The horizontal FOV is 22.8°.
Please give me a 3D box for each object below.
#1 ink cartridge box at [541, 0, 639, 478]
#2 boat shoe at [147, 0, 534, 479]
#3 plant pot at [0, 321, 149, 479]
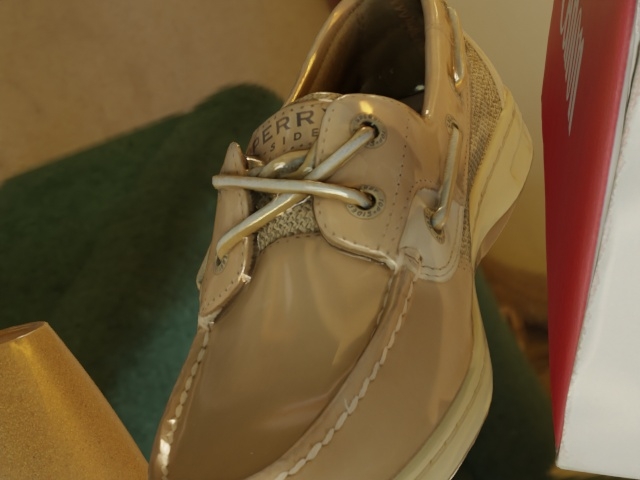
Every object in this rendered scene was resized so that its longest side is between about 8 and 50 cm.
[{"bbox_3d":[0.136,-0.053,0.446,0.309,0.271,0.130,-68,164,-69],"label":"ink cartridge box"},{"bbox_3d":[0.000,0.000,0.615,0.110,0.121,0.341,63,25,-24],"label":"boat shoe"},{"bbox_3d":[-0.237,0.203,1.285,0.237,0.237,0.254,-28,103,-65],"label":"plant pot"}]
